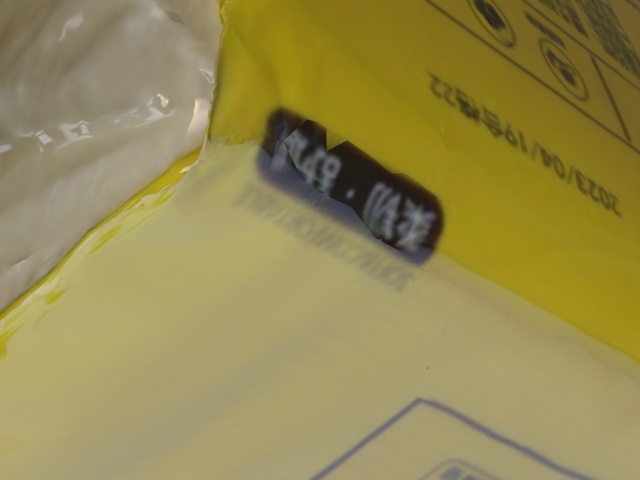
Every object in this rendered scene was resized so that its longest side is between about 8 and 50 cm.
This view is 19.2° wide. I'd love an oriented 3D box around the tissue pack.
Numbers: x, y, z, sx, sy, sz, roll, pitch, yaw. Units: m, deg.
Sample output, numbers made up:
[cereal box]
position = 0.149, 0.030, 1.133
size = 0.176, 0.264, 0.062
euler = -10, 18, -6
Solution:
[tissue pack]
position = 0.000, 0.000, 0.581
size = 0.228, 0.293, 0.382
euler = -41, 136, 22
